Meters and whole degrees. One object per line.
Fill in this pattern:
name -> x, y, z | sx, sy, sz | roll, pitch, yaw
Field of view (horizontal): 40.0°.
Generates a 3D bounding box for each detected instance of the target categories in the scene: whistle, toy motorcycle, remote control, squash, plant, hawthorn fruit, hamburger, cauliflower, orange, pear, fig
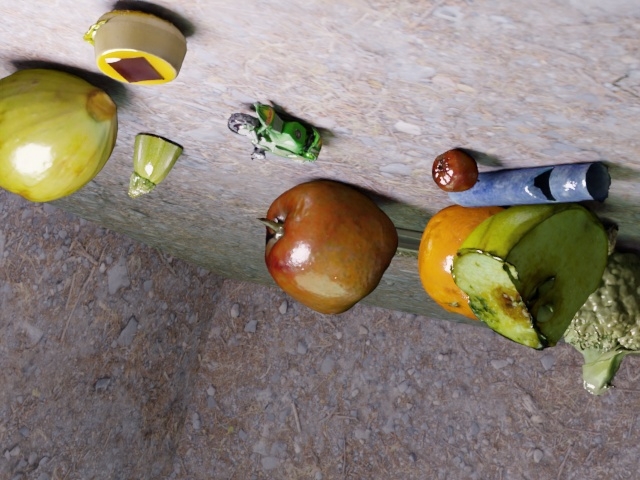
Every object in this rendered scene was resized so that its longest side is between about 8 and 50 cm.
whistle -> 0.326, -0.085, 1.413 | 0.062, 0.062, 0.304 | 21, 169, -31
toy motorcycle -> -0.064, -0.173, 1.481 | 0.190, 0.074, 0.106 | 24, 157, -40
remote control -> 0.228, 0.014, 2.142 | 0.277, 0.055, 0.103 | 11, 170, 23
squash -> -0.360, -0.149, 1.858 | 0.105, 0.132, 0.105 | 16, 172, 2
plant -> 0.478, -0.015, 1.620 | 0.122, 0.104, 0.116 | 45, 125, -13
hawthorn fruit -> 0.218, -0.112, 1.412 | 0.077, 0.077, 0.077 | 14, 170, 2
hamburger -> -0.251, -0.266, 1.192 | 0.141, 0.081, 0.126 | -6, 163, 31
cauliflower -> 0.576, 0.138, 1.779 | 0.327, 0.260, 0.281 | 19, 152, 16
hawthorn fruit -> 0.000, 0.000, 1.836 | 0.301, 0.268, 0.268 | 29, 166, -21
orange -> 0.306, 0.041, 1.690 | 0.240, 0.240, 0.240 | 14, 170, 2
pear -> 0.359, 0.013, 1.485 | 0.164, 0.255, 0.238 | 19, 151, 53
fig -> -0.468, -0.196, 1.540 | 0.271, 0.239, 0.239 | -20, 155, 24
